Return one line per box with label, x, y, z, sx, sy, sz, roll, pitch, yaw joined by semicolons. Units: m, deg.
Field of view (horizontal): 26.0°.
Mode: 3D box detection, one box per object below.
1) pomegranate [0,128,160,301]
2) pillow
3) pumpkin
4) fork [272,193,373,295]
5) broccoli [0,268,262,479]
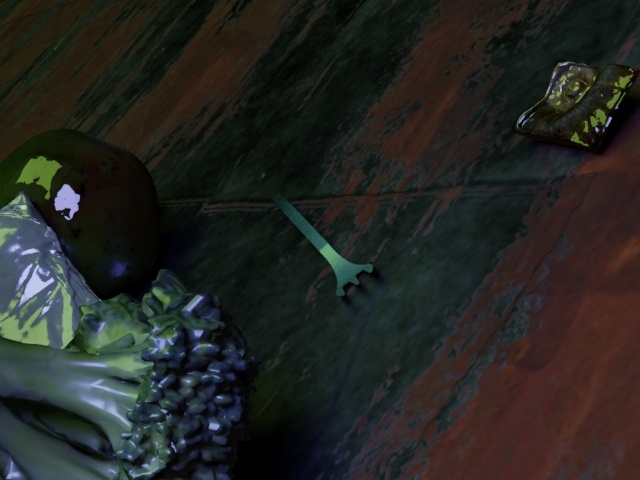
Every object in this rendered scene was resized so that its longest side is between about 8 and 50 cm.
pomegranate;-0.237;-0.028;1.382;0.181;0.181;0.224;-30;9;20
pillow;-0.252;0.082;1.219;0.148;0.050;0.230;-41;69;2
pumpkin;0.200;-0.100;1.057;0.073;0.035;0.101;-56;32;-4
fork;0.001;0.002;1.176;0.039;0.021;0.235;-37;25;-2
broccoli;-0.210;0.161;0.948;0.375;0.302;0.249;-23;70;23
